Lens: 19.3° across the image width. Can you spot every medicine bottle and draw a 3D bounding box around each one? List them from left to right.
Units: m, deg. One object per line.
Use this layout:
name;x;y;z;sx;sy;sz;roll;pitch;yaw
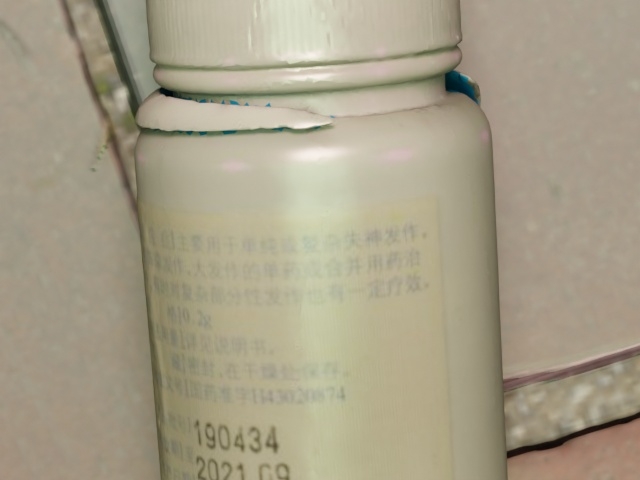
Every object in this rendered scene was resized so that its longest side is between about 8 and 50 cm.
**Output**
medicine bottle;0.000;0.000;0.740;0.143;0.143;0.258;-3;102;1
